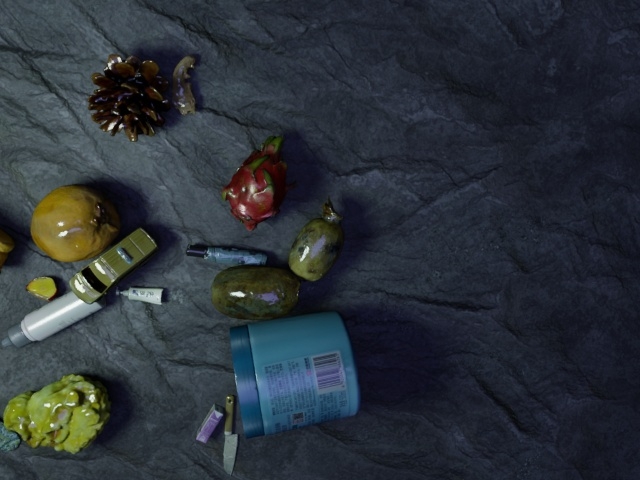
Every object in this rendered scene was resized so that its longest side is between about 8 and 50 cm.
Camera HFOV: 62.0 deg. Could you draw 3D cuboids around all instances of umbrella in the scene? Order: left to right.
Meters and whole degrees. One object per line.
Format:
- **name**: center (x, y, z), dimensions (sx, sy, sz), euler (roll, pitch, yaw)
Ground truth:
- **umbrella**: center (-0.288, 0.049, 1.652), dimensions (0.251, 0.052, 0.053), euler (6, 81, -12)

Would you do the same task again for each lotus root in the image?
- **lotus root**: center (-0.195, 0.159, 1.620), dimensions (0.275, 0.152, 0.160), euler (-3, 120, 5)
- **lotus root**: center (0.002, 0.001, 1.643), dimensions (0.154, 0.154, 0.278), euler (26, 96, -13)

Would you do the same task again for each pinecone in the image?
- **pinecone**: center (-0.524, -0.381, 1.463), dimensions (0.203, 0.201, 0.228), euler (6, 132, 14)

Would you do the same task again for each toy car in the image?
- **toy car**: center (-0.592, 0.071, 1.533), dimensions (0.257, 0.124, 0.101), euler (-43, 97, -27)

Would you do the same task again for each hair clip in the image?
- **hair clip**: center (-1.016, 0.563, 1.633), dimensions (0.066, 0.036, 0.229), euler (-39, 104, -8)

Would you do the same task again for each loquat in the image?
- **loquat**: center (-0.683, -0.048, 1.488), dimensions (0.239, 0.238, 0.193), euler (-28, 133, -4)

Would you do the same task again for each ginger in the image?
- **ginger**: center (-0.395, -0.450, 1.544), dimensions (0.070, 0.051, 0.173), euler (1, 102, -13)

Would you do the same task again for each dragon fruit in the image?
- **dragon fruit**: center (-0.174, -0.170, 1.584), dimensions (0.199, 0.200, 0.269), euler (21, 57, -7)

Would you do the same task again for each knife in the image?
- **knife**: center (-0.300, 0.656, 1.781), dimensions (0.047, 0.017, 0.297), euler (2, 100, -16)

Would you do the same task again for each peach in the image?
- **peach**: center (-0.823, 0.149, 1.581), dimensions (0.083, 0.050, 0.077), euler (-18, 77, -16)

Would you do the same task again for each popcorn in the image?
- **popcorn**: center (-0.772, 0.533, 1.603), dimensions (0.286, 0.173, 0.225), euler (-17, 110, -6)

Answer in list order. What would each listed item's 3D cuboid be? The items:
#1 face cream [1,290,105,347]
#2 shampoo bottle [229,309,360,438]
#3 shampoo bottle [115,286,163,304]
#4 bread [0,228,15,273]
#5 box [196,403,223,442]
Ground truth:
- **face cream**: center (-0.800, 0.233, 1.581), dimensions (0.312, 0.092, 0.092), euler (-29, 104, -4)
- **shampoo bottle**: center (-0.081, 0.396, 1.610), dimensions (0.343, 0.331, 0.330), euler (-9, 102, -8)
- **shampoo bottle**: center (-0.557, 0.166, 1.639), dimensions (0.141, 0.034, 0.048), euler (6, 105, -9)
- **bread**: center (-0.985, -0.005, 1.455), dimensions (0.270, 0.195, 0.142), euler (36, 83, -17)
- **box**: center (-0.362, 0.599, 1.744), dimensions (0.036, 0.050, 0.117), euler (31, 96, -15)
